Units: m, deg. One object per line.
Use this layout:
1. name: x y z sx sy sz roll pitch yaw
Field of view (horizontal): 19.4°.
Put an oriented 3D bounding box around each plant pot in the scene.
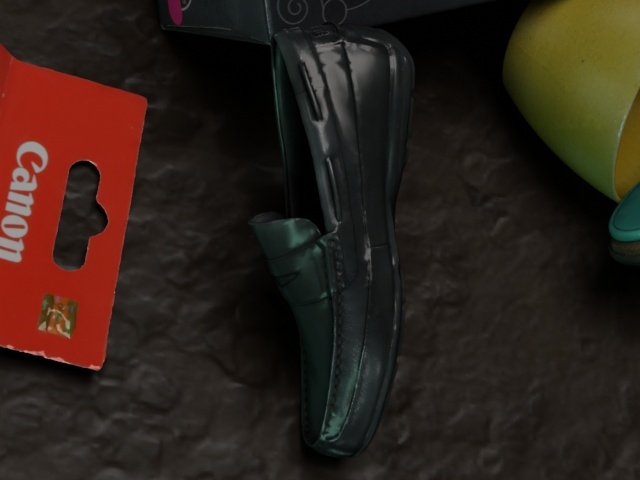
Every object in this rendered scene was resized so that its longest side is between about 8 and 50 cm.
1. plant pot: 0.164 -0.101 1.096 0.095 0.134 0.134 27 53 23

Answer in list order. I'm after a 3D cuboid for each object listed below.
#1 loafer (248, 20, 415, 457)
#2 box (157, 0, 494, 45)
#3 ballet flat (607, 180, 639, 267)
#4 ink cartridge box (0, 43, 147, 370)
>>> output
1. loafer: 0.000 0.000 0.961 0.078 0.076 0.223 2 92 -20
2. box: 0.045 -0.216 1.059 0.270 0.143 0.165 -15 107 -28
3. ballet flat: 0.269 -0.041 1.110 0.280 0.095 0.096 -44 116 -36
4. ink cartridge box: -0.206 -0.049 0.954 0.232 0.066 0.189 12 54 -10
